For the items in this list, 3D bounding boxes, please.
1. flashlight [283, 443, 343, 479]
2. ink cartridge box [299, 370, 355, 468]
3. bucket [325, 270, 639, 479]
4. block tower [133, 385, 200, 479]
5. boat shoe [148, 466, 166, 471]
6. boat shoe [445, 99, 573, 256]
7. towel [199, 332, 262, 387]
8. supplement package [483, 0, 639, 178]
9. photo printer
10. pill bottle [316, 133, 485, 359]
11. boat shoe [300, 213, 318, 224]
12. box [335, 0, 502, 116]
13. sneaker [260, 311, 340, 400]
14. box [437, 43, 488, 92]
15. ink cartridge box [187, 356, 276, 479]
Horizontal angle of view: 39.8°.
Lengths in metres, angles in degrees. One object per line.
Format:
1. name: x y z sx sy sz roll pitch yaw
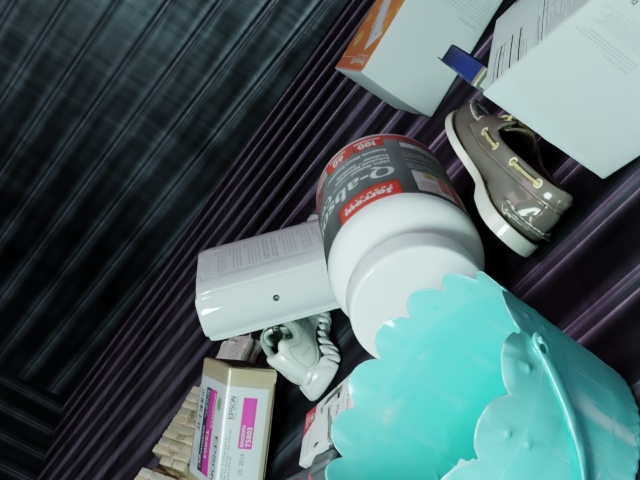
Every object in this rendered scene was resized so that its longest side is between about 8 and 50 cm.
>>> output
1. flashlight: -0.022 0.357 1.206 0.304 0.103 0.103 -43 52 47
2. ink cartridge box: 0.032 0.263 1.268 0.135 0.056 0.099 -48 20 34
3. bucket: 0.153 0.186 0.851 0.281 0.183 0.281 -52 19 26
4. block tower: -0.268 0.436 1.625 0.091 0.097 0.335 8 52 32
5. boat shoe: -0.292 0.548 1.698 0.257 0.095 0.095 -120 26 -62
6. boat shoe: 0.249 -0.108 1.180 0.097 0.116 0.324 -47 25 24
7. towel: -0.221 0.329 1.876 0.187 0.049 0.282 -20 43 65
8. supplement package: 0.328 -0.216 0.992 0.203 0.194 0.149 -40 26 46
9. photo printer: -0.061 0.056 1.549 0.308 0.107 0.256 -16 18 -2
10. pill bottle: 0.108 0.004 1.222 0.210 0.210 0.363 -54 19 19
11. boat shoe: 0.000 0.000 1.773 0.226 0.083 0.075 151 134 -79
12. box: 0.207 -0.436 1.722 0.345 0.168 0.215 -59 18 4
13. sneaker: -0.047 0.165 1.550 0.110 0.118 0.292 -59 16 10
14. box: 0.257 -0.230 1.306 0.036 0.136 0.225 -56 18 14
15. ink cartridge box: -0.155 0.326 1.518 0.193 0.088 0.234 171 107 -70
